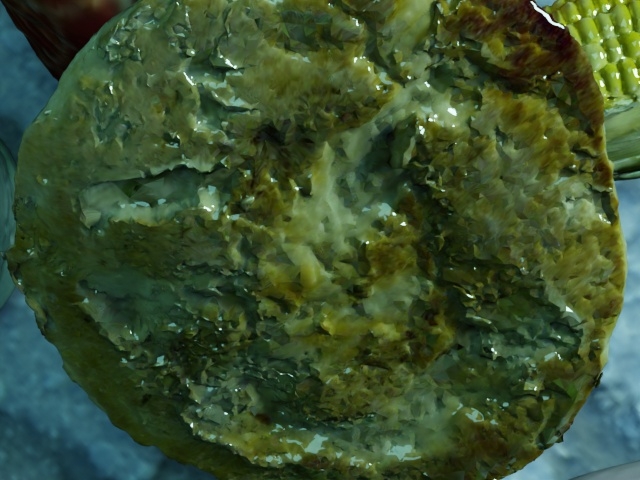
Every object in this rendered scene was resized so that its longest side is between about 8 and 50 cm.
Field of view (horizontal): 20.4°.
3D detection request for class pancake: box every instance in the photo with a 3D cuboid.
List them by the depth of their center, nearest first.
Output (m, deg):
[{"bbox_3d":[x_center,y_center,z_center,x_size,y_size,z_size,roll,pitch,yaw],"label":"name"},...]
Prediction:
[{"bbox_3d":[0.000,0.001,0.950,0.356,0.356,0.065,-12,35,4],"label":"pancake"}]

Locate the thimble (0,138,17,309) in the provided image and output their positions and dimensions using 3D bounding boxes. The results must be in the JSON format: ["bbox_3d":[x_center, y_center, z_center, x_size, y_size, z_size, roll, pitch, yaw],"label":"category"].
[{"bbox_3d":[-0.285,-0.032,1.059,0.185,0.149,0.211,-29,73,1],"label":"thimble"}]

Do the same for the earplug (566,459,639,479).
[{"bbox_3d":[0.201,0.182,0.944,0.301,0.172,0.172,-13,74,10],"label":"earplug"}]

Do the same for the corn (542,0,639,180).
[{"bbox_3d":[0.263,-0.124,1.033,0.305,0.122,0.123,-18,83,3],"label":"corn"}]

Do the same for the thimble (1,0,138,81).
[{"bbox_3d":[-0.038,-0.229,1.038,0.350,0.230,0.350,-2,75,5],"label":"thimble"}]
